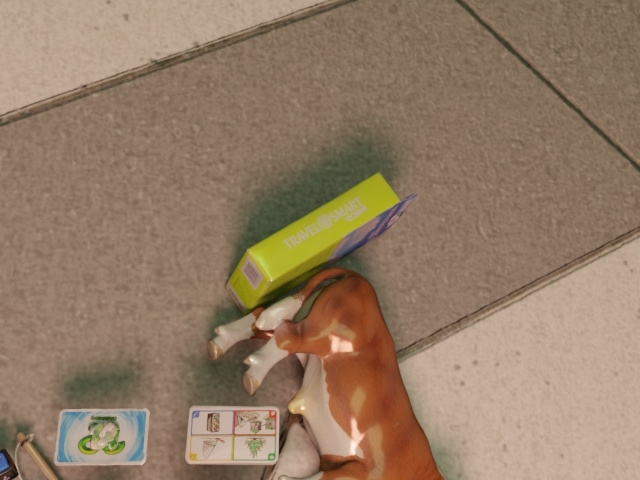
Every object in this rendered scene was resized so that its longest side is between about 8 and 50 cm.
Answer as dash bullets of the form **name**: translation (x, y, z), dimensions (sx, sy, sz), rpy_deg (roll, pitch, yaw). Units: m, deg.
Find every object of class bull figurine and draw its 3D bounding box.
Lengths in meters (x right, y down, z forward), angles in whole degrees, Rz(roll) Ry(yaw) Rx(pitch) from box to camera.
- **bull figurine**: translation (0.025, 0.178, 1.029), dimensions (0.188, 0.101, 0.310), rpy_deg (-10, 71, -28)

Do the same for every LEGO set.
- **LEGO set**: translation (-0.156, 0.228, 0.927), dimensions (0.244, 0.060, 0.182), rpy_deg (-1, 60, 0)

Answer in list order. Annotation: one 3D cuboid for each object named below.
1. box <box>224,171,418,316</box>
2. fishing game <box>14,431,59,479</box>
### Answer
- **box**: translation (0.000, 0.000, 1.088), dimensions (0.178, 0.109, 0.042), rpy_deg (-31, 80, -25)
- **fishing game**: translation (-0.309, 0.280, 0.921), dimensions (0.264, 0.041, 0.189), rpy_deg (-36, 87, -25)
